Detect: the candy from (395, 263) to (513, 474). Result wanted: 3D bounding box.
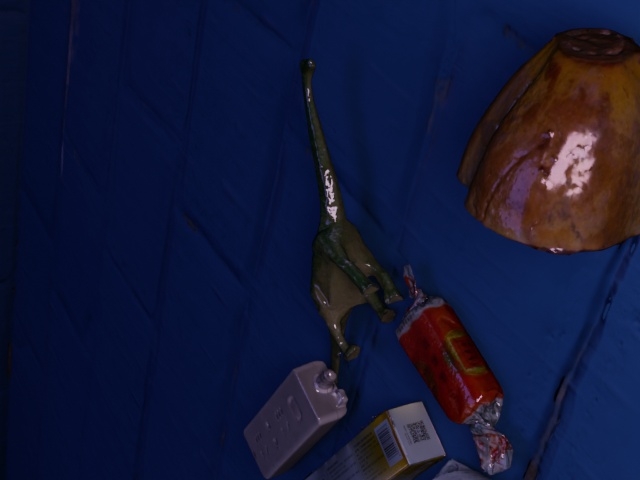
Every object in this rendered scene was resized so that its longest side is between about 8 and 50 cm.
[{"bbox_3d":[0.160,0.153,1.239,0.292,0.059,0.086,61,142,30],"label":"candy"}]

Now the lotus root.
[{"bbox_3d":[0.228,-0.103,0.936,0.188,0.199,0.180,36,131,42],"label":"lotus root"}]

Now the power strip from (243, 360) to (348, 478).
[{"bbox_3d":[-0.042,0.283,1.576,0.098,0.058,0.338,63,148,20],"label":"power strip"}]

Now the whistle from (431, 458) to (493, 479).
[{"bbox_3d":[0.232,0.329,1.156,0.312,0.062,0.062,17,111,57],"label":"whistle"}]

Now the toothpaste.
[{"bbox_3d":[0.064,0.332,1.427,0.313,0.071,0.089,-52,55,49],"label":"toothpaste"}]

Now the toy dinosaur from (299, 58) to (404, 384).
[{"bbox_3d":[0.000,0.000,1.419,0.301,0.087,0.447,53,144,30],"label":"toy dinosaur"}]
